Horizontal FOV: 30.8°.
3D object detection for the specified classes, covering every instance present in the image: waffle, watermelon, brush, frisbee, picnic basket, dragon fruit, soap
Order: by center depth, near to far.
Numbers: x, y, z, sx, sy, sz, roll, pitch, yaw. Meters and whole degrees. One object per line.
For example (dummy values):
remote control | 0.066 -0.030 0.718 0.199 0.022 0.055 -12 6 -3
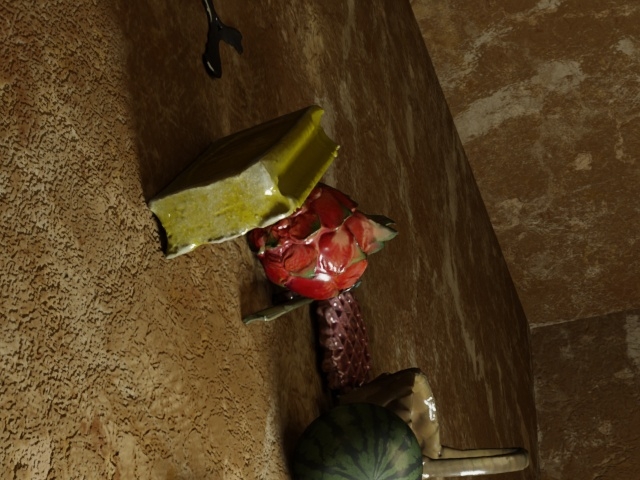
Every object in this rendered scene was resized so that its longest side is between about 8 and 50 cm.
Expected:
soap | -0.102 -0.091 1.645 0.091 0.199 0.315 66 22 -13
watermelon | 0.058 0.355 1.809 0.212 0.212 0.212 -13 90 -73
brush | -0.068 0.103 1.869 0.036 0.043 0.248 70 18 2
dragon fruit | 0.000 0.000 1.884 0.274 0.192 0.193 18 85 -45
frisbee | -0.166 -0.358 1.932 0.187 0.012 0.211 11 66 -72
picnic basket | 0.207 0.387 2.017 0.293 0.337 0.337 23 56 -72
waffle | 0.046 0.184 2.139 0.234 0.055 0.221 34 48 -68
